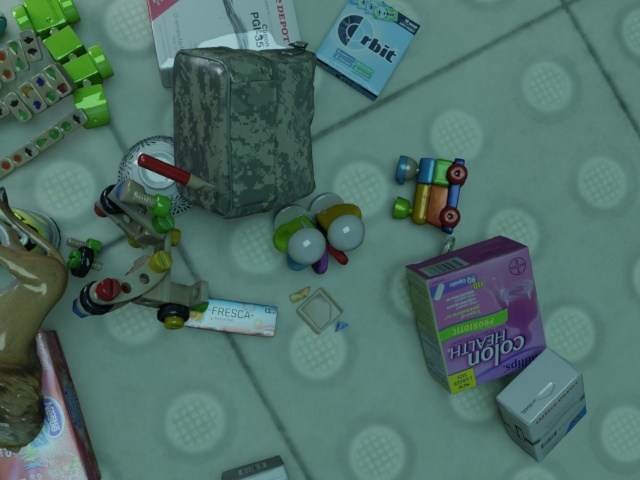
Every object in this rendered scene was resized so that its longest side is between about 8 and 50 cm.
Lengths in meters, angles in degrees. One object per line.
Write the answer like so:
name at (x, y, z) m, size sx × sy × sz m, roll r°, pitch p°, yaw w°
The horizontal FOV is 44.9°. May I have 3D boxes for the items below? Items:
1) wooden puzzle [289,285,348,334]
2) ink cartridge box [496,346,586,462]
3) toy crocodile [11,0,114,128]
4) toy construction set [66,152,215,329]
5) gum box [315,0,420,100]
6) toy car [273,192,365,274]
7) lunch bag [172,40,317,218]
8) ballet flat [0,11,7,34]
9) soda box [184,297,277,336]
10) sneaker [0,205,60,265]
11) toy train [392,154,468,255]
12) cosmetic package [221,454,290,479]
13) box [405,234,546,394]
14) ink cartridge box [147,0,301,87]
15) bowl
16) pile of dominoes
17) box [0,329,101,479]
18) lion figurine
wooden puzzle at (-0.002, 0.141, 1.554) m, size 0.078 × 0.014 × 0.116 m, roll -35°, pitch 90°, yaw -7°
ink cartridge box at (0.433, 0.321, 1.504) m, size 0.148 × 0.203 × 0.086 m, roll -41°, pitch 50°, yaw -11°
toy crocodile at (-0.496, -0.377, 1.498) m, size 0.115 × 0.105 × 0.340 m, roll -29°, pitch 84°, yaw -11°
toy construction set at (-0.281, 0.014, 1.378) m, size 0.237 × 0.257 × 0.309 m, roll 22°, pitch 121°, yaw -31°
gum box at (0.096, -0.411, 1.618) m, size 0.157 × 0.041 × 0.184 m, roll 31°, pitch 81°, yaw -4°
toy car at (0.000, 0.000, 1.519) m, size 0.182 × 0.159 × 0.136 m, roll -19°, pitch 123°, yaw -11°
lunch bag at (-0.119, -0.205, 1.430) m, size 0.256 × 0.212 × 0.305 m, roll -14°, pitch 116°, yaw -36°
ballet flat at (-0.666, -0.374, 1.484) m, size 0.052 × 0.057 × 0.168 m, roll 39°, pitch 89°, yaw 15°
soda box at (-0.178, 0.148, 1.502) m, size 0.183 × 0.058 × 0.063 m, roll 9°, pitch 82°, yaw -9°
sneaker at (-0.678, -0.028, 1.398) m, size 0.385 × 0.147 × 0.145 m, roll 1°, pitch 85°, yaw -7°
toy train at (0.211, -0.050, 1.575) m, size 0.143 × 0.105 × 0.248 m, roll 10°, pitch 89°, yaw 8°
cosmetic package at (-0.095, 0.542, 1.450) m, size 0.127 × 0.107 × 0.238 m, roll -14°, pitch 89°, yaw -10°
box at (0.306, 0.142, 1.515) m, size 0.214 × 0.117 × 0.243 m, roll -17°, pitch 106°, yaw -11°
ink cartridge box at (-0.192, -0.435, 1.535) m, size 0.283 × 0.117 × 0.207 m, roll -10°, pitch 85°, yaw -10°
bowl at (-0.312, -0.129, 1.502) m, size 0.170 × 0.080 × 0.170 m, roll 1°, pitch 84°, yaw -8°
pile of dominoes at (-0.573, -0.245, 1.426) m, size 0.251 × 0.040 × 0.196 m, roll -31°, pitch 105°, yaw 9°
box at (-0.510, 0.321, 1.382) m, size 0.142 × 0.154 × 0.300 m, roll -18°, pitch 86°, yaw -10°
lion figurine at (-0.506, 0.127, 1.261) m, size 0.240 × 0.142 × 0.392 m, roll 25°, pitch 75°, yaw -14°
